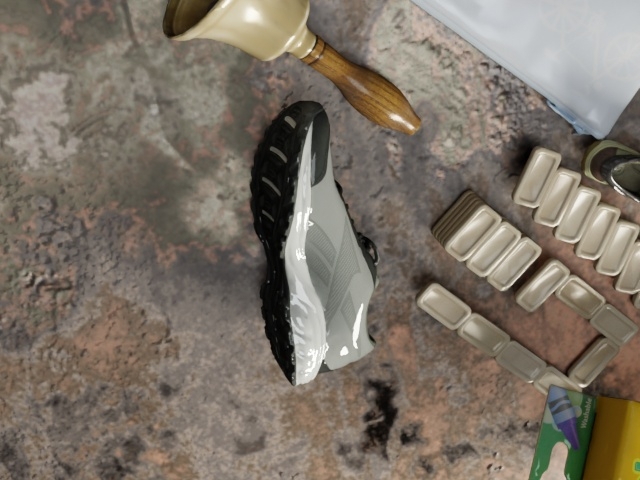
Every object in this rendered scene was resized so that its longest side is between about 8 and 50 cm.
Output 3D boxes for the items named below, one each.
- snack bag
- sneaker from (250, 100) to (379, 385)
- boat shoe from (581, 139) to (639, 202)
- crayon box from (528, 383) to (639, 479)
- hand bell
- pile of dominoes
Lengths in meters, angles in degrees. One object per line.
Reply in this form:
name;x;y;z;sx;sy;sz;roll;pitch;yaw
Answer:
snack bag;0.228;-0.300;0.873;0.323;0.037;0.342;32;104;-18
sneaker;0.000;0.000;0.935;0.108;0.100;0.271;-12;117;-18
boat shoe;0.320;-0.054;0.966;0.152;0.049;0.056;9;118;-20
crayon box;0.372;0.283;1.021;0.323;0.083;0.203;16;82;-7
hand bell;-0.003;-0.158;0.874;0.242;0.126;0.126;33;103;-31
pile of dominoes;0.226;0.035;1.016;0.251;0.040;0.196;35;102;-27
